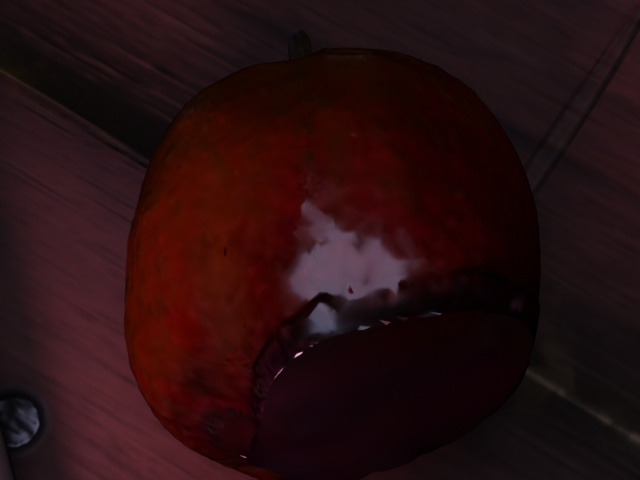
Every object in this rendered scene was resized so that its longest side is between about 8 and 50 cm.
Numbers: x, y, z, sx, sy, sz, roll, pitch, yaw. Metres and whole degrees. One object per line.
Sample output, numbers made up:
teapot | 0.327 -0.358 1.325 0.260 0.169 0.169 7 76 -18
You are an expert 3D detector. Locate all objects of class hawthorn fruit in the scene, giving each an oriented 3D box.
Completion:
hawthorn fruit | 0.000 0.000 0.904 0.215 0.215 0.249 -10 70 -2

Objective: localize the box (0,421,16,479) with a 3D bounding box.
box | -0.219 0.100 0.934 0.103 0.055 0.243 -15 73 -12
